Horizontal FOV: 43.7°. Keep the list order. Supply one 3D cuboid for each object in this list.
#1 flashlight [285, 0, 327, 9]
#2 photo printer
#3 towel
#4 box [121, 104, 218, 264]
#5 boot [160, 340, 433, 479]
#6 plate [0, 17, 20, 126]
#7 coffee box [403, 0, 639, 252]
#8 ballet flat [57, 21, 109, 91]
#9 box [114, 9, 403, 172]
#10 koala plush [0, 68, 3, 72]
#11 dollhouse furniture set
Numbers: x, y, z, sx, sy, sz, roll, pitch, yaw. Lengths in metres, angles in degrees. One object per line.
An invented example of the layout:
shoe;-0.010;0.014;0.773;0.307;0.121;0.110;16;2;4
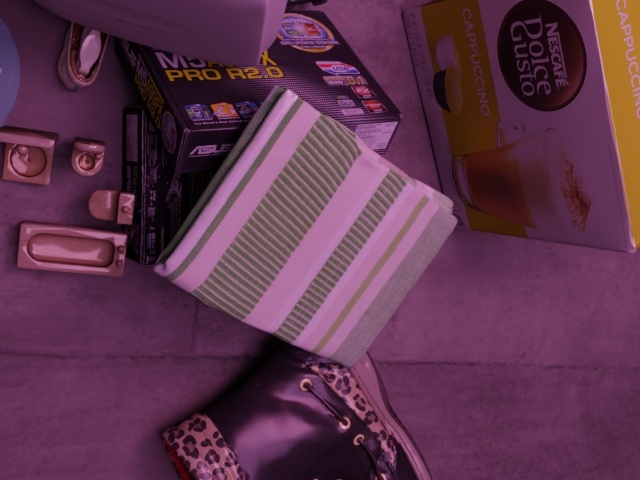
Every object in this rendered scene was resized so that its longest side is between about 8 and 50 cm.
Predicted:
flashlight;-0.043;-0.439;0.959;0.103;0.103;0.304;-6;98;7
photo printer;-0.154;-0.249;0.722;0.256;0.307;0.107;15;89;-7
towel;0.000;0.000;0.899;0.325;0.038;0.248;30;98;-43
box;-0.154;-0.067;0.951;0.147;0.077;0.180;-3;98;-30
boot;-0.016;0.313;1.056;0.284;0.138;0.377;-32;108;-25
plate;-0.402;-0.178;0.815;0.188;0.024;0.188;-5;101;-31
coffee box;0.374;-0.217;1.103;0.338;0.334;0.338;-25;109;-26
ballet flat;-0.247;-0.246;0.883;0.057;0.052;0.168;10;91;-32
box;-0.072;-0.180;0.914;0.270;0.216;0.060;-8;141;-30
koala plush;-0.365;-0.235;0.716;0.196;0.203;0.221;1;82;8
dollhouse furniture set;-0.270;-0.033;0.842;0.144;0.123;0.151;6;98;-17
